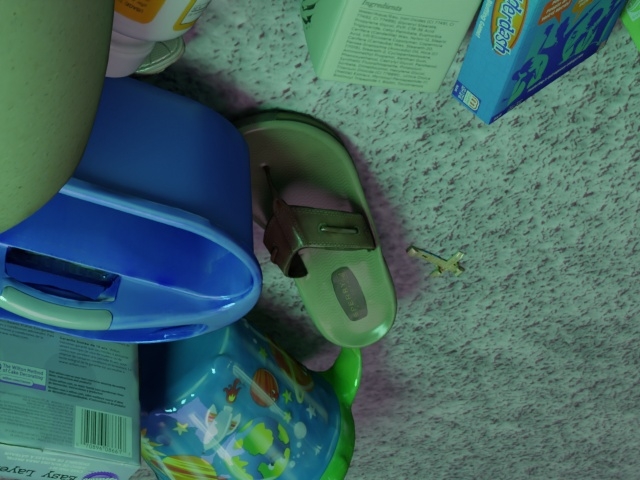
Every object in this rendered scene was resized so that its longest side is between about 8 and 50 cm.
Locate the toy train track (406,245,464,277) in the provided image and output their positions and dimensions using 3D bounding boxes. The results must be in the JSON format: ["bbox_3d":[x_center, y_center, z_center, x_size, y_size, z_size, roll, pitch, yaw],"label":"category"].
[{"bbox_3d":[0.130,0.026,1.162,0.083,0.014,0.048,23,130,-33],"label":"toy train track"}]

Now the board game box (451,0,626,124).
[{"bbox_3d":[0.192,-0.204,0.800,0.160,0.047,0.210,-34,156,-28],"label":"board game box"}]

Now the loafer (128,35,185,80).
[{"bbox_3d":[-0.169,-0.149,0.867,0.125,0.045,0.039,-13,167,9],"label":"loafer"}]

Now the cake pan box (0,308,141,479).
[{"bbox_3d":[-0.288,0.095,0.965,0.267,0.245,0.070,16,137,-30],"label":"cake pan box"}]

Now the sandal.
[{"bbox_3d":[0.002,0.000,1.016,0.120,0.086,0.302,-24,122,11],"label":"sandal"}]

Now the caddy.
[{"bbox_3d":[-0.212,-0.010,0.871,0.341,0.179,0.241,17,145,-26],"label":"caddy"}]

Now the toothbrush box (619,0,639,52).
[{"bbox_3d":[0.389,-0.096,0.867,0.122,0.283,0.206,-37,134,28],"label":"toothbrush box"}]

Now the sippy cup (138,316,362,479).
[{"bbox_3d":[-0.113,0.185,1.146,0.240,0.305,0.224,-3,138,36],"label":"sippy cup"}]

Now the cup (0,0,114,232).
[{"bbox_3d":[-0.257,-0.130,0.622,0.331,0.331,0.237,-13,137,2],"label":"cup"}]

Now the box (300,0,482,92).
[{"bbox_3d":[0.076,-0.243,0.766,0.113,0.094,0.275,5,138,-19],"label":"box"}]

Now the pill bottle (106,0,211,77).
[{"bbox_3d":[-0.116,-0.216,0.734,0.118,0.117,0.208,19,132,-31],"label":"pill bottle"}]
